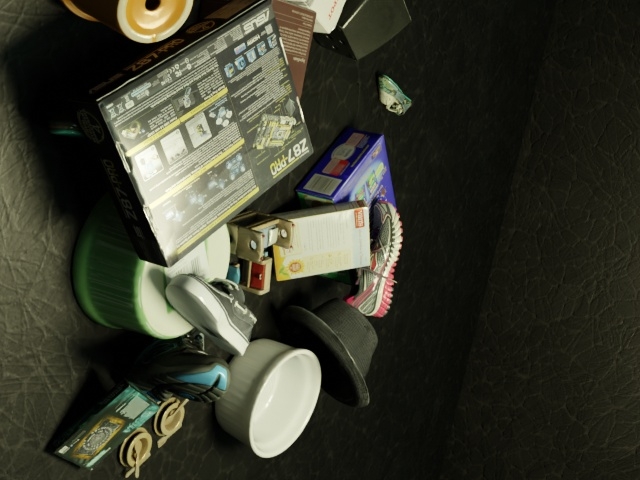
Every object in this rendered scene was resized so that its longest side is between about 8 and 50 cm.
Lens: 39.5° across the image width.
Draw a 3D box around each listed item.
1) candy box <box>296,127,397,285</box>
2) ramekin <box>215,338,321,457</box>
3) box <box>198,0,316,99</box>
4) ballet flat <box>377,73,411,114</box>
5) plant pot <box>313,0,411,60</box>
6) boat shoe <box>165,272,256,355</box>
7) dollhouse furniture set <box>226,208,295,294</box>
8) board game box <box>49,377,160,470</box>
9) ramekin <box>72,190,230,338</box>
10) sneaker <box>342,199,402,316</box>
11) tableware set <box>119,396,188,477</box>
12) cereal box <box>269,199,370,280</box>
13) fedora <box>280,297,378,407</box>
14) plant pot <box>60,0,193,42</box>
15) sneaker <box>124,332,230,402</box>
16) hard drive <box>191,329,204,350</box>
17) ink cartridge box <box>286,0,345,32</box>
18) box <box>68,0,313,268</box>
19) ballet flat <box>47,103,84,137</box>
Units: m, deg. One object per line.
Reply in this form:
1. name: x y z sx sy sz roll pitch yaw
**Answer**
1. candy box: 0.078 -0.087 2.334 0.268 0.122 0.317 -52 144 -34
2. ramekin: -0.132 0.374 2.173 0.277 0.135 0.277 -33 132 -45
3. box: -0.133 -0.376 1.757 0.167 0.168 0.203 -4 107 -60
4. ballet flat: 0.198 -0.393 2.455 0.188 0.070 0.070 28 80 -58
5. plant pot: 0.066 -0.528 2.043 0.167 0.188 0.187 -52 148 -11
6. boat shoe: -0.191 0.117 1.665 0.102 0.108 0.301 -63 152 -19
7. dollhouse furniture set: -0.150 0.043 1.987 0.129 0.129 0.183 -23 124 -55
8. board game box: -0.411 0.356 1.714 0.186 0.026 0.126 -41 144 -6
9. ramekin: -0.305 0.039 1.688 0.303 0.148 0.303 -36 134 -49
10. sneaker: 0.136 0.044 2.280 0.121 0.112 0.299 -179 -82 -77
11. tableware set: -0.353 0.415 1.913 0.194 0.039 0.128 -42 138 -45
12. cereal box: 0.000 0.000 2.161 0.240 0.047 0.173 -9 123 -10
13. fedora: 0.050 0.261 2.252 0.152 0.334 0.334 -41 140 -22
14. plant pot: -0.295 -0.405 1.362 0.205 0.188 0.205 -29 145 -23
15. sneaker: -0.272 0.228 1.709 0.125 0.341 0.139 34 65 -28
16. hard drive: -0.301 0.265 1.930 0.135 0.022 0.094 -46 152 -41
17. ink cartridge box: -0.045 -0.593 1.856 0.283 0.117 0.207 38 70 -59
18. box: -0.198 -0.193 1.526 0.395 0.097 0.318 -42 128 -33
19. ballet flat: -0.369 -0.205 1.524 0.280 0.095 0.096 14 82 -72
